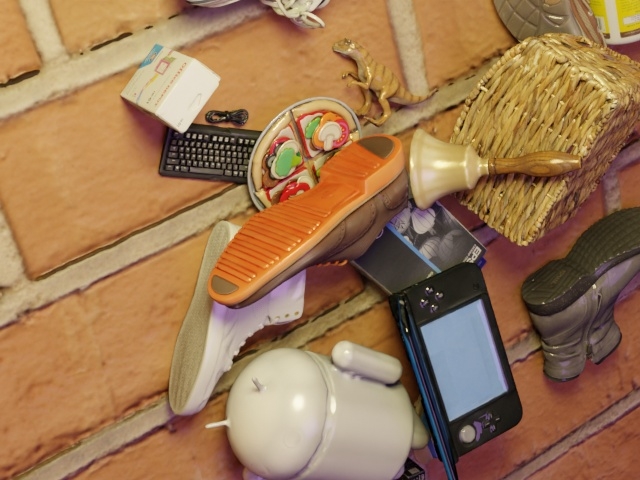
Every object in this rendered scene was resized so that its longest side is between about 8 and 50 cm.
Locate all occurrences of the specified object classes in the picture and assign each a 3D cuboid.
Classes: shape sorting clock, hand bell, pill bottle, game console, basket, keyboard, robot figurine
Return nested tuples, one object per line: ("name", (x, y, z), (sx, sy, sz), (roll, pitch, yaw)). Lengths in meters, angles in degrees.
("shape sorting clock", (0.199, 0.278, 1.966), (0.206, 0.040, 0.206), (-48, 147, -46))
("hand bell", (0.264, -0.112, 1.713), (0.126, 0.242, 0.126), (-2, 90, -69))
("pill bottle", (0.478, -0.434, 1.869), (0.117, 0.117, 0.215), (-30, 122, -21))
("game console", (0.224, 0.207, 1.788), (0.250, 0.173, 0.293), (-23, 102, -26))
("basket", (0.349, -0.176, 1.819), (0.223, 0.213, 0.299), (-24, 147, -53))
("keyboard", (-0.138, -0.135, 1.636), (0.180, 0.023, 0.108), (3, 106, -35))
("robot figurine", (0.000, 0.277, 1.774), (0.353, 0.200, 0.300), (18, 115, -38))

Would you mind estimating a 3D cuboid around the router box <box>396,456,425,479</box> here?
("router box", (0.142, 0.430, 1.994), (0.038, 0.092, 0.122), (-17, 117, -28))

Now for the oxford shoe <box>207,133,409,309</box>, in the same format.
("oxford shoe", (0.000, 0.000, 1.642), (0.363, 0.130, 0.133), (-38, 128, -22))

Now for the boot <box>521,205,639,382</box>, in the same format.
("boot", (0.522, 0.096, 2.120), (0.338, 0.118, 0.223), (-30, 125, -8))

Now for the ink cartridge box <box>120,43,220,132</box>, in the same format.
("ink cartridge box", (-0.197, -0.200, 1.509), (0.052, 0.122, 0.088), (36, 86, -38))

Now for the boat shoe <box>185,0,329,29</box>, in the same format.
("boat shoe", (-0.026, -0.353, 1.571), (0.367, 0.136, 0.156), (-32, 126, -31))

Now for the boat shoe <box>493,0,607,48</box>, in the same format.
("boat shoe", (0.364, -0.367, 1.837), (0.324, 0.123, 0.116), (58, 39, -29))

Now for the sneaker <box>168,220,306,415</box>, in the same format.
("sneaker", (-0.110, 0.130, 1.703), (0.169, 0.108, 0.292), (14, 98, -33))

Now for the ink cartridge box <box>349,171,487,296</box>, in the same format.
("ink cartridge box", (0.155, 0.020, 1.866), (0.332, 0.065, 0.165), (39, 84, -38))

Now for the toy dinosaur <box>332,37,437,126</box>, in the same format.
("toy dinosaur", (0.099, -0.225, 1.733), (0.211, 0.064, 0.112), (31, 88, -38))

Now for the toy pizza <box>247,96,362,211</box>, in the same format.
("toy pizza", (-0.016, -0.114, 1.696), (0.201, 0.032, 0.201), (-20, 129, -27))
